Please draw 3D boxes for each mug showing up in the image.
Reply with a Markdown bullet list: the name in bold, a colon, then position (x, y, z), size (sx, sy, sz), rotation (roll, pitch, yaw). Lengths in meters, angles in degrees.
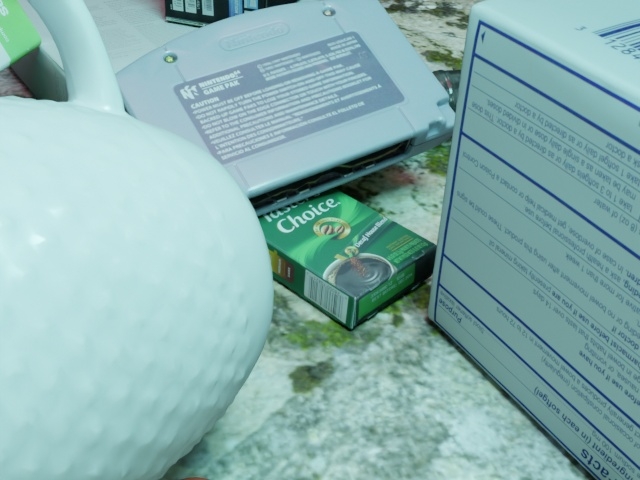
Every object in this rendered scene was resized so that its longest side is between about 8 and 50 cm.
- **mug**: position (-0.205, 0.006, 0.487), size (0.276, 0.374, 0.328), rotation (10, 21, 44)

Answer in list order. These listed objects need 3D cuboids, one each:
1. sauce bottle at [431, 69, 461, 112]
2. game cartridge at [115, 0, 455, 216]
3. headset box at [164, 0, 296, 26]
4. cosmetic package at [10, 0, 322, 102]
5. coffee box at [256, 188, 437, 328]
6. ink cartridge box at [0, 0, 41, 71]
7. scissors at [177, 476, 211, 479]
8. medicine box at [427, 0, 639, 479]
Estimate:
- **sauce bottle**: position (0.037, -0.146, 0.939), size (0.344, 0.111, 0.111), rotation (-8, 37, -16)
- **game cartridge**: position (-0.036, -0.134, 0.821), size (0.294, 0.060, 0.196), rotation (-22, 70, -22)
- **headset box**: position (-0.077, -0.416, 1.030), size (0.131, 0.246, 0.283), rotation (12, 34, 12)
- **cosmetic package**: position (-0.173, -0.247, 1.072), size (0.377, 0.097, 0.284), rotation (-18, 43, -28)
- **coffee box**: position (0.000, 0.000, 0.789), size (0.113, 0.040, 0.184), rotation (-29, 46, -35)
- **ink cartridge box**: position (-0.445, -0.162, 0.851), size (0.198, 0.115, 0.273), rotation (-14, 27, 29)
- **scissors**: position (-0.166, 0.216, 0.491), size (0.297, 0.021, 0.109), rotation (-14, 41, -25)
- **medicine box**: position (0.221, 0.003, 0.593), size (0.149, 0.289, 0.263), rotation (-19, 41, -25)
